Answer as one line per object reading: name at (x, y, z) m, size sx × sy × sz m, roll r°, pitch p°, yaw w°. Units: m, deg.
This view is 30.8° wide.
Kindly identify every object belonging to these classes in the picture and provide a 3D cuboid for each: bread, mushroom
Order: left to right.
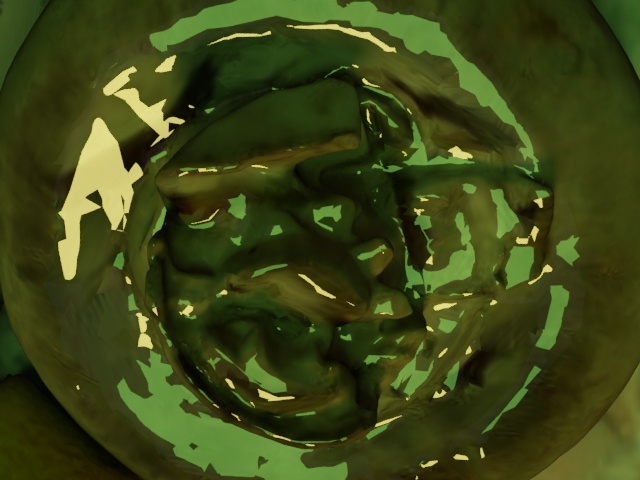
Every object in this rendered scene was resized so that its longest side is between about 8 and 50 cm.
bread at (-0.151, 0.134, 0.472) m, size 0.094 × 0.102 × 0.245 m, roll 46°, pitch 139°, yaw -4°
mushroom at (0.000, 0.000, 0.380) m, size 0.227 × 0.178 × 0.226 m, roll 0°, pitch 119°, yaw 0°

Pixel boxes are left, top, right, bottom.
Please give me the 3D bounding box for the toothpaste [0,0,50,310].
toothpaste at (-0.145, -0.048, 0.452) m, size 0.099 × 0.068 × 0.282 m, roll 7°, pitch 111°, yaw -24°
